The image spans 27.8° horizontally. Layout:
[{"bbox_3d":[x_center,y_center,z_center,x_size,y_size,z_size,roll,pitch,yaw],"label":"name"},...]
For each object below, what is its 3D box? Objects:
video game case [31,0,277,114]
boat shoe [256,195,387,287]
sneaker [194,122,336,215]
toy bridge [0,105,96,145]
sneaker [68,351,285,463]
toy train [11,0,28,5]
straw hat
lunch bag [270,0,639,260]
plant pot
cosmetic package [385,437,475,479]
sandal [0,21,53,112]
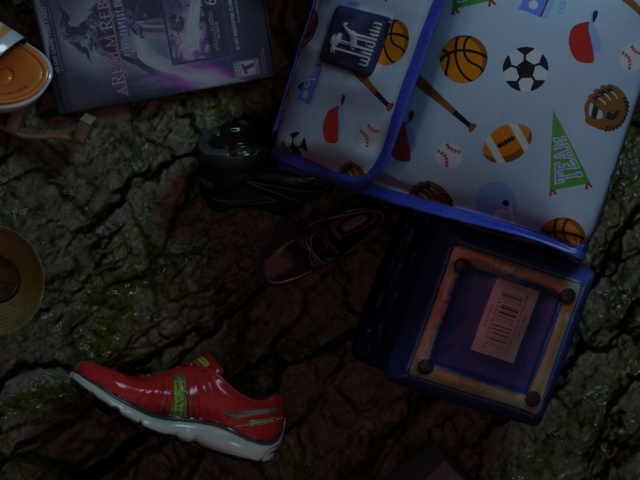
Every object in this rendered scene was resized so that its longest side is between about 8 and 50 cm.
[{"bbox_3d":[-0.202,-0.270,1.564,0.274,0.026,0.196,-11,114,-6],"label":"video game case"},{"bbox_3d":[0.000,0.000,1.625,0.183,0.066,0.066,-34,100,-2],"label":"boat shoe"},{"bbox_3d":[-0.025,-0.095,1.611,0.267,0.101,0.106,-5,125,-11],"label":"sneaker"},{"bbox_3d":[-0.364,-0.158,1.570,0.188,0.026,0.063,27,117,-2],"label":"toy bridge"},{"bbox_3d":[-0.176,0.193,1.628,0.279,0.107,0.118,20,76,-12],"label":"sneaker"},{"bbox_3d":[-0.376,-0.324,1.563,0.024,0.017,0.083,-18,99,6],"label":"toy train"},{"bbox_3d":[-0.396,0.046,1.586,0.144,0.061,0.144,0,91,9],"label":"straw hat"},{"bbox_3d":[0.160,-0.184,1.448,0.385,0.239,0.327,19,95,12],"label":"lunch bag"},{"bbox_3d":[0.193,0.088,1.587,0.236,0.212,0.236,19,95,-8],"label":"plant pot"},{"bbox_3d":[0.186,0.387,1.680,0.127,0.107,0.238,-45,103,3],"label":"cosmetic package"},{"bbox_3d":[-0.442,-0.240,1.508,0.265,0.076,0.102,28,73,0],"label":"sandal"}]
